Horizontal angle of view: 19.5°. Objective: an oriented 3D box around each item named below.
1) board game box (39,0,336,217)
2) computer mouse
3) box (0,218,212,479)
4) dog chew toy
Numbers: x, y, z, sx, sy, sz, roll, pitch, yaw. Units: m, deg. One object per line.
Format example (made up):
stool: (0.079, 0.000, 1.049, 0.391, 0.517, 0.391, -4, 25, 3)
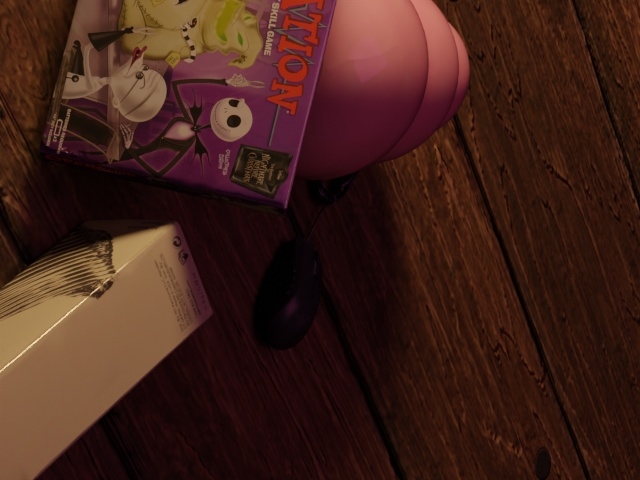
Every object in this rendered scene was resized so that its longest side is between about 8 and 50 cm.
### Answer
board game box: (-0.089, -0.210, 1.530, 0.056, 0.208, 0.347, 124, -22, -80)
computer mouse: (0.000, 0.000, 1.797, 0.071, 0.041, 0.242, 48, 53, -42)
box: (-0.212, 0.088, 1.452, 0.275, 0.113, 0.094, -44, 124, -46)
dog chew toy: (0.033, -0.160, 1.719, 0.332, 0.206, 0.207, -6, 95, -61)
